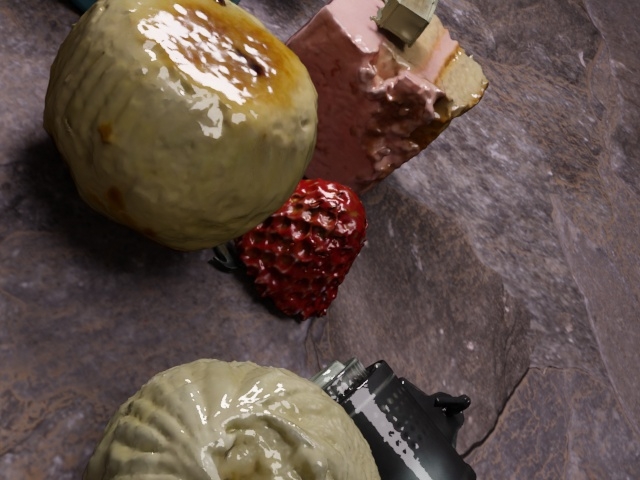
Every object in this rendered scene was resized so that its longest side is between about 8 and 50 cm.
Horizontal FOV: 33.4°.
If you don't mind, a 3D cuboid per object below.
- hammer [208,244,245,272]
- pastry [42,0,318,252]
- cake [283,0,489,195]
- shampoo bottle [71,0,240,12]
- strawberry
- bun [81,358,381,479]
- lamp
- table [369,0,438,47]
[{"bbox_3d":[-0.177,-0.029,1.627,0.062,0.017,0.182,-14,68,-52],"label":"hammer"},{"bbox_3d":[-0.197,-0.161,1.470,0.389,0.312,0.388,24,36,-19],"label":"pastry"},{"bbox_3d":[0.074,-0.271,1.871,0.307,0.314,0.293,48,37,-7],"label":"cake"},{"bbox_3d":[-0.261,-0.552,1.736,0.331,0.331,0.342,28,43,-28],"label":"shampoo bottle"},{"bbox_3d":[0.000,0.000,1.647,0.234,0.178,0.233,30,47,-39],"label":"strawberry"},{"bbox_3d":[-0.085,0.300,1.177,0.349,0.227,0.352,9,68,-17],"label":"bun"},{"bbox_3d":[0.059,0.299,1.428,0.272,0.205,0.374,39,39,-13],"label":"lamp"},{"bbox_3d":[0.135,-0.373,1.733,0.083,0.062,0.079,32,42,-11],"label":"table"}]
